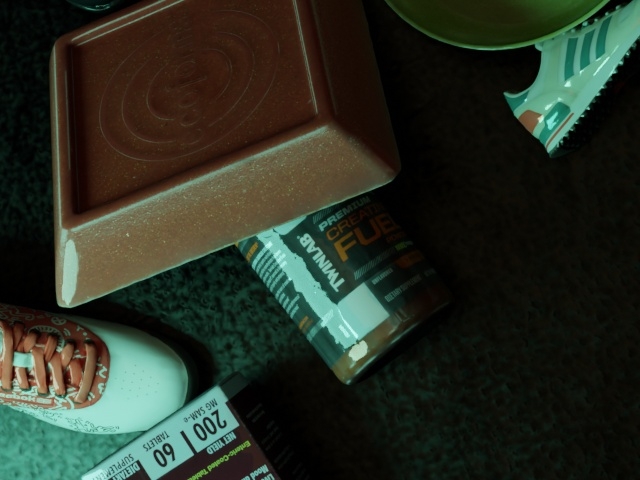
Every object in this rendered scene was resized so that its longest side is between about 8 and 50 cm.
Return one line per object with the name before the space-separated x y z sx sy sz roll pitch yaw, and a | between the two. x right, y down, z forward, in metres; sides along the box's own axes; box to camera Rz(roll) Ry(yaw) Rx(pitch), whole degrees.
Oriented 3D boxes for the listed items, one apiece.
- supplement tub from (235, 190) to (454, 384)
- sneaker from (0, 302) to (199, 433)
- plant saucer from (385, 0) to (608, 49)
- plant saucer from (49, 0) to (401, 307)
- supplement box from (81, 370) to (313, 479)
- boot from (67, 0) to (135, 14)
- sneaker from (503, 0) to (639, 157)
supplement tub | 0.000 0.000 1.101 0.106 0.106 0.198 -40 81 9
sneaker | -0.236 0.092 1.133 0.270 0.145 0.090 14 92 13
plant saucer | 0.138 -0.253 1.089 0.240 0.037 0.241 -2 85 28
plant saucer | -0.089 -0.103 1.083 0.259 0.048 0.258 -22 47 12
supplement box | -0.052 0.233 1.110 0.130 0.073 0.239 -34 89 10
boot | -0.260 -0.255 1.118 0.246 0.207 0.094 31 96 13
sneaker | 0.191 -0.140 1.073 0.075 0.057 0.161 45 115 21
